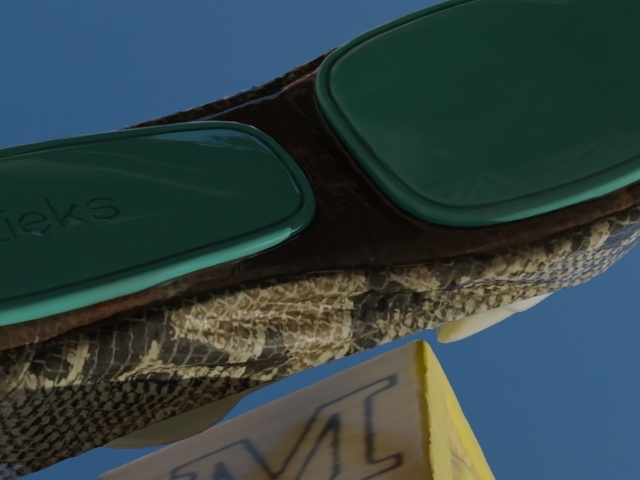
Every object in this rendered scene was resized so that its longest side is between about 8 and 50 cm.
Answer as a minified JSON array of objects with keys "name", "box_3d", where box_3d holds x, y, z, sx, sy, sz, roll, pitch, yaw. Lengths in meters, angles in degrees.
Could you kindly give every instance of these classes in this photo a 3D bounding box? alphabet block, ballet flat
[{"name":"alphabet block","box_3d":[0.002,0.191,0.863,0.197,0.193,0.192,-24,-73,10]},{"name":"ballet flat","box_3d":[0.000,0.000,0.843,0.483,0.182,0.164,-19,-127,-21]}]
